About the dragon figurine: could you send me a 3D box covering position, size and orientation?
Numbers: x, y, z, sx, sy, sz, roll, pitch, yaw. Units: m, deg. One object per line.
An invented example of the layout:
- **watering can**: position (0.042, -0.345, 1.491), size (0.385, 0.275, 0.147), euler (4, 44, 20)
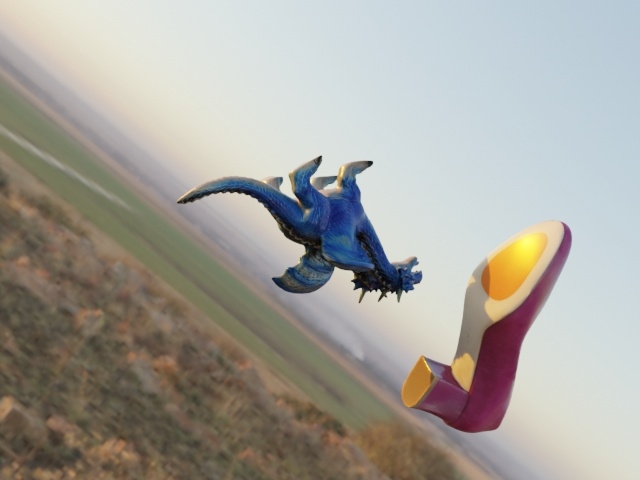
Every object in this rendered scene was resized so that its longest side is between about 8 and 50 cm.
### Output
- **dragon figurine**: position (0.000, 0.000, 1.001), size (0.289, 0.085, 0.144), euler (-1, 76, -55)

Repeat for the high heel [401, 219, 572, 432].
- **high heel**: position (0.189, 0.091, 1.010), size (0.117, 0.244, 0.082), euler (21, 21, -29)
